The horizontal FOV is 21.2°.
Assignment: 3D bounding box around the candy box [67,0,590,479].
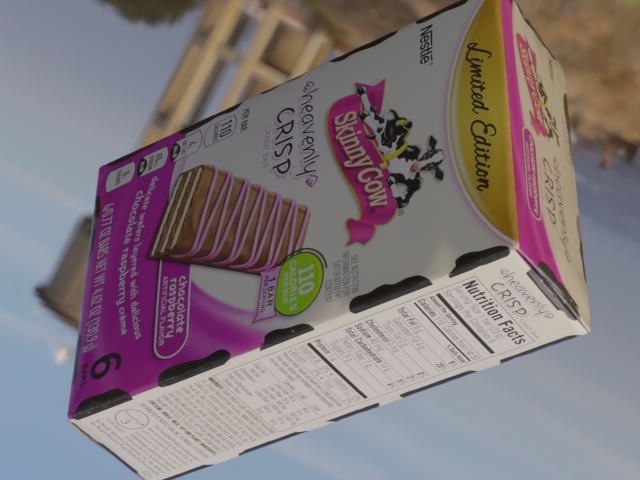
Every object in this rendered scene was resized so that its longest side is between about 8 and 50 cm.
[{"bbox_3d":[0.000,0.000,0.785,0.071,0.233,0.159,45,-147,-40],"label":"candy box"}]
